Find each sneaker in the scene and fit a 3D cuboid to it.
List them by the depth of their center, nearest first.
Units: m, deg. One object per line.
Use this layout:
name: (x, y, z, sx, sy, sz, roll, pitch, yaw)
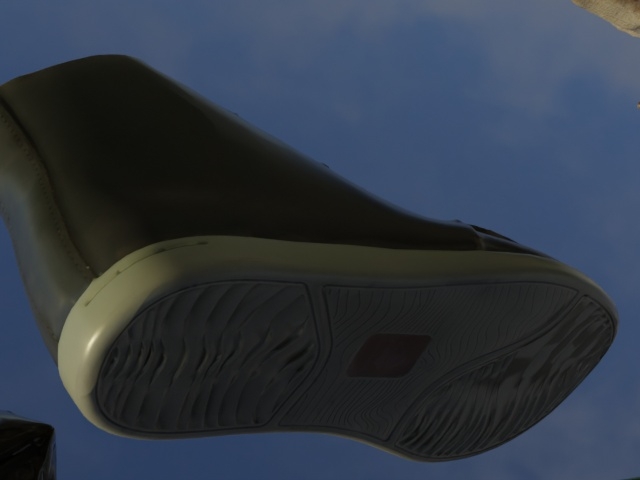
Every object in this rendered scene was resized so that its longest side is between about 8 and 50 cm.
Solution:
sneaker: (0.000, 0.000, 0.445, 0.222, 0.083, 0.118, 12, -149, -44)

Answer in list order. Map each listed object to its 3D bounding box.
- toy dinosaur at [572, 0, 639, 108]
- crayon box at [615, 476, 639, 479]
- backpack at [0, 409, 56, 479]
toy dinosaur: (0.218, -0.183, 0.788, 0.296, 0.200, 0.127, -28, -164, -31)
crayon box: (0.093, 0.224, 0.661, 0.323, 0.203, 0.083, -6, -153, -15)
backpack: (-0.291, 0.330, 0.985, 0.290, 0.355, 0.273, -28, -165, -32)
